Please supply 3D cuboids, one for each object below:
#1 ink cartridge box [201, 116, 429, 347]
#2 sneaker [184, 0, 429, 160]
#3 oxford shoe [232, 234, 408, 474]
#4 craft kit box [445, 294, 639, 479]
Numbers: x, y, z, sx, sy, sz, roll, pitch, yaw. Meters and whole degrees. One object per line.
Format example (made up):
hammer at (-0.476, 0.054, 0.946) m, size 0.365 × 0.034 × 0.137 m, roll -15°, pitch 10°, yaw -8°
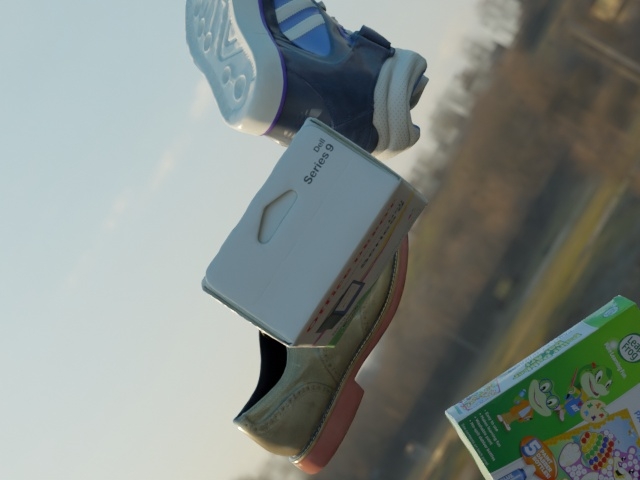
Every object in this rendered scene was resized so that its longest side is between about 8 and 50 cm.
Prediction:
ink cartridge box at (0.000, 0.000, 1.373) m, size 0.154 × 0.093 × 0.212 m, roll -57°, pitch -11°, yaw 1°
sneaker at (-0.005, -0.203, 1.872) m, size 0.130 × 0.236 × 0.322 m, roll -60°, pitch 32°, yaw 33°
oxford shoe at (0.004, 0.088, 2.021) m, size 0.123 × 0.130 × 0.348 m, roll -36°, pitch 30°, yaw 59°
craft kit box at (0.309, 0.233, 1.983) m, size 0.247 × 0.250 × 0.061 m, roll -34°, pitch 14°, yaw -8°
